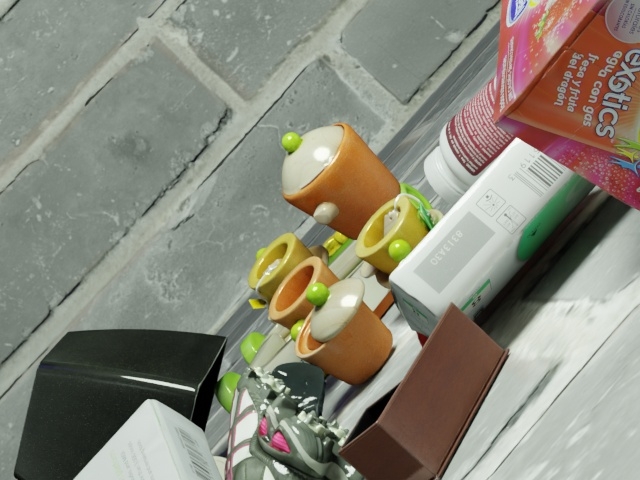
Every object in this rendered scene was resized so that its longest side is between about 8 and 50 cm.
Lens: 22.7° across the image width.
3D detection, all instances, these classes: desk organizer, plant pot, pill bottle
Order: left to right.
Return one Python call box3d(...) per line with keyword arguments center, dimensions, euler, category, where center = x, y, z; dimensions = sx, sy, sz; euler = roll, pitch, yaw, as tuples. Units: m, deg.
box3d(center=(-0.207, 0.186, 1.624), dimensions=(0.187, 0.167, 0.188), euler=(-68, -6, -76), category="plant pot")
box3d(center=(0.065, 0.100, 0.985), dimensions=(0.047, 0.050, 0.130), euler=(-43, 6, 42), category="desk organizer")
box3d(center=(0.168, -0.100, 1.501), dimensions=(0.152, 0.086, 0.086), euler=(-44, 6, 35), category="pill bottle")

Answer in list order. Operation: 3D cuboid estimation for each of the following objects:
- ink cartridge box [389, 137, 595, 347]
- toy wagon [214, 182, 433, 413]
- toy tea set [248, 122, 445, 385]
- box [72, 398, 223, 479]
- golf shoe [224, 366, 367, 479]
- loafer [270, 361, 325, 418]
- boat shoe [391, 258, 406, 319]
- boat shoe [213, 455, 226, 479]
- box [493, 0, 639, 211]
box3d(center=(0.137, 0.005, 1.144), dimensions=(0.181, 0.056, 0.224), euler=(-47, -20, -6), category="ink cartridge box")
box3d(center=(0.018, 0.055, 1.705), dimensions=(0.267, 0.068, 0.344), euler=(-45, 4, 20), category="toy wagon")
box3d(center=(0.000, 0.000, 1.466), dimensions=(0.200, 0.124, 0.336), euler=(-50, 20, 3), category="toy tea set")
box3d(center=(-0.166, 0.280, 0.971), dimensions=(0.322, 0.058, 0.232), euler=(-49, 32, 9), category="box")
box3d(center=(-0.036, 0.162, 1.096), dimensions=(0.120, 0.105, 0.273), euler=(-55, 4, -1), category="golf shoe")
box3d(center=(-0.028, 0.172, 1.290), dimensions=(0.170, 0.062, 0.061), euler=(-65, -22, -54), category="loafer")
box3d(center=(0.073, 0.032, 1.190), dimensions=(0.046, 0.038, 0.125), euler=(-54, -19, 11), category="boat shoe")
box3d(center=(-0.114, 0.266, 1.316), dimensions=(0.206, 0.075, 0.065), euler=(-62, -29, -52), category="boat shoe")
box3d(center=(0.196, -0.143, 1.002), dimensions=(0.122, 0.128, 0.257), euler=(-52, 14, 31), category="box")
